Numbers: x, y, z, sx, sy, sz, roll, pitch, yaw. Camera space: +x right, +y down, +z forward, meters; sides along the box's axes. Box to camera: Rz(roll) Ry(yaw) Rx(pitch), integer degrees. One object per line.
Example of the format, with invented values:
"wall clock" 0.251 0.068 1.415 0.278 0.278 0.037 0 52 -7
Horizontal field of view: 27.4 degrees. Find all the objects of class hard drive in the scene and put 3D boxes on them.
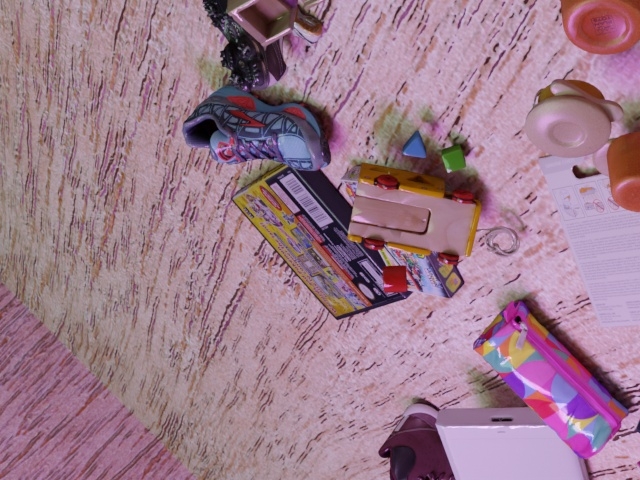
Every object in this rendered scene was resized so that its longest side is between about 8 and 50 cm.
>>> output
"hard drive" 0.314 0.373 2.040 0.203 0.040 0.307 -4 131 22

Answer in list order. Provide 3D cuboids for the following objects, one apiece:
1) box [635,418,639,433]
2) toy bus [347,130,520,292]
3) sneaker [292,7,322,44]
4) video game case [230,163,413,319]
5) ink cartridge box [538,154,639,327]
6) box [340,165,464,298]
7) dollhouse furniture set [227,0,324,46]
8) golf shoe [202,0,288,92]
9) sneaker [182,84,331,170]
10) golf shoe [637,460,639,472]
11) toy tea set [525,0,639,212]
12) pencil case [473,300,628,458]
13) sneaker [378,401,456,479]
"box" 0.510 0.197 1.411 0.270 0.143 0.165 15 169 46
"toy bus" 0.133 -0.040 1.733 0.202 0.191 0.104 54 -164 -15
"sneaker" -0.036 -0.285 1.718 0.083 0.032 0.037 41 153 12
"video game case" 0.000 0.000 2.073 0.275 0.035 0.248 49 154 -8
"ink cartridge box" 0.361 -0.011 1.525 0.181 0.056 0.224 -12 100 60
"box" 0.117 -0.012 1.876 0.114 0.036 0.207 9 136 51
"dollhouse furniture set" -0.032 -0.429 1.473 0.303 0.198 0.286 -24 135 31
"golf shoe" -0.097 -0.298 1.749 0.077 0.094 0.198 -6 99 42
"sneaker" -0.097 -0.139 1.899 0.262 0.125 0.104 20 135 42
"golf shoe" 0.514 0.311 1.669 0.140 0.115 0.306 51 153 -2
"toy tea set" 0.311 -0.175 1.306 0.200 0.124 0.336 12 143 2
"pencil case" 0.315 0.190 1.807 0.236 0.104 0.104 45 154 -1
"sneaker" 0.215 0.410 2.192 0.281 0.162 0.106 36 152 21
